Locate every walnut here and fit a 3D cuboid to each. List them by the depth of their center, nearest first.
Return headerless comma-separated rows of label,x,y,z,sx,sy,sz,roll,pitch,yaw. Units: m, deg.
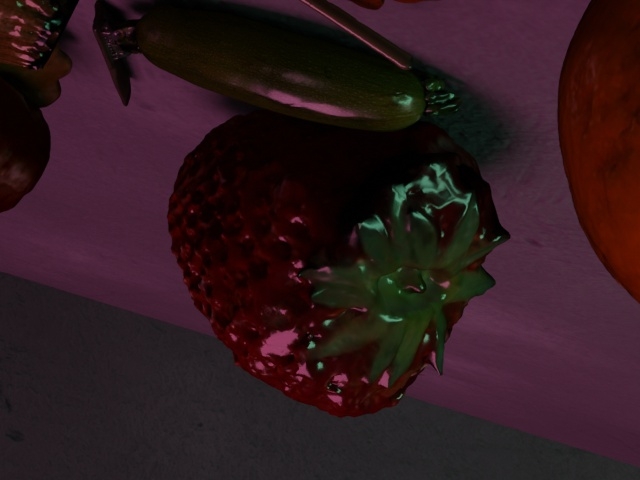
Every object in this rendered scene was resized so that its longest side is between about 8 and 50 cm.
walnut,-0.368,-0.158,1.131,0.222,0.244,0.269,54,-166,31

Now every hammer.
hammer,-0.010,-0.183,0.842,0.195,0.028,0.060,31,164,-9

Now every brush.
brush,-0.194,-0.179,1.140,0.027,0.034,0.190,1,165,-1

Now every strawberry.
strawberry,0.014,0.004,1.125,0.292,0.292,0.310,25,-170,-26

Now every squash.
squash,-0.040,-0.145,0.993,0.318,0.071,0.080,15,167,11

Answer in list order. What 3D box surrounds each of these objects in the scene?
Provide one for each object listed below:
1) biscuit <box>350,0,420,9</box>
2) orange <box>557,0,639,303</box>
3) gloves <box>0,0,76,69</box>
biscuit,0.040,-0.196,0.811,0.102,0.019,0.130,28,163,-34
orange,0.257,-0.063,0.629,0.261,0.261,0.261,17,166,4
gloves,-0.358,-0.225,0.906,0.356,0.155,0.203,6,177,-17
